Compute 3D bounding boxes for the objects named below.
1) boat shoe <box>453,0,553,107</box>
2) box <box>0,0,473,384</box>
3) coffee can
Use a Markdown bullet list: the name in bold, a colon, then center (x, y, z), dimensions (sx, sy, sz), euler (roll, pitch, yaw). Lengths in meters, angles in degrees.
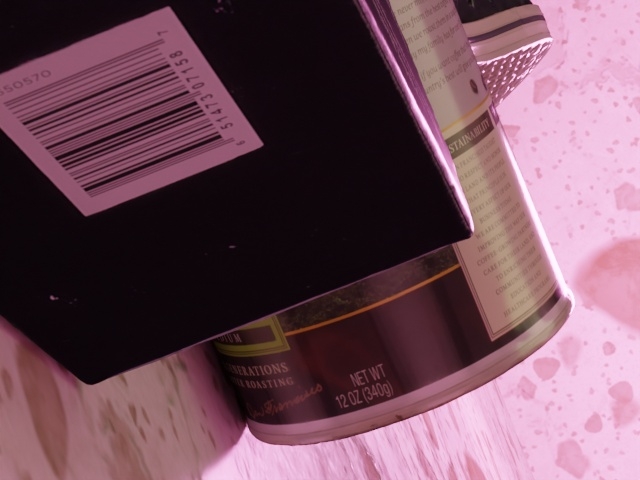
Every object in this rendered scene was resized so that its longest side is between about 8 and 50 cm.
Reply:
- **boat shoe**: center (0.032, -0.160, 1.405), dimensions (0.156, 0.187, 0.500), euler (49, 27, 11)
- **box**: center (-0.104, -0.164, 0.631), dimensions (0.343, 0.179, 0.312), euler (56, 15, -61)
- **coffee can**: center (-0.001, -0.055, 0.970), dimensions (0.201, 0.201, 0.275), euler (-80, 147, -77)
